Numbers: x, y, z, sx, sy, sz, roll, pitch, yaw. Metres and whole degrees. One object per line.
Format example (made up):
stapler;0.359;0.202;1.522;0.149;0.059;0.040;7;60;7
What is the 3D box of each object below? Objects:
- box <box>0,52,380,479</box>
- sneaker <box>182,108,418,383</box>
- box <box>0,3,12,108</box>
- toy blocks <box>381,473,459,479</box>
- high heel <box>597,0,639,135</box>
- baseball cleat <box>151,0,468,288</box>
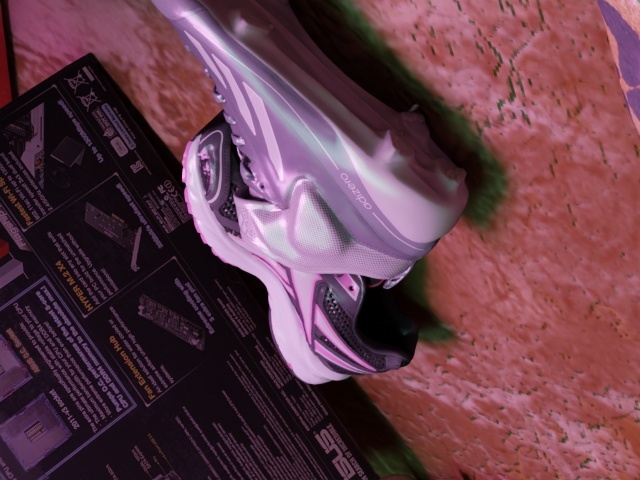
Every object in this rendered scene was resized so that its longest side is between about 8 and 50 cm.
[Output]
box;-0.144;0.087;1.078;0.307;0.242;0.076;55;151;-7
sneaker;0.000;0.000;0.994;0.077;0.072;0.178;-1;135;39
box;-0.283;-0.124;1.119;0.142;0.154;0.300;36;149;19
toy blocks;0.102;0.190;1.098;0.148;0.054;0.123;-5;123;55
high heel;0.141;-0.101;0.609;0.261;0.093;0.186;43;160;26
baseball cleat;-0.030;-0.058;0.908;0.206;0.072;0.109;44;121;5
